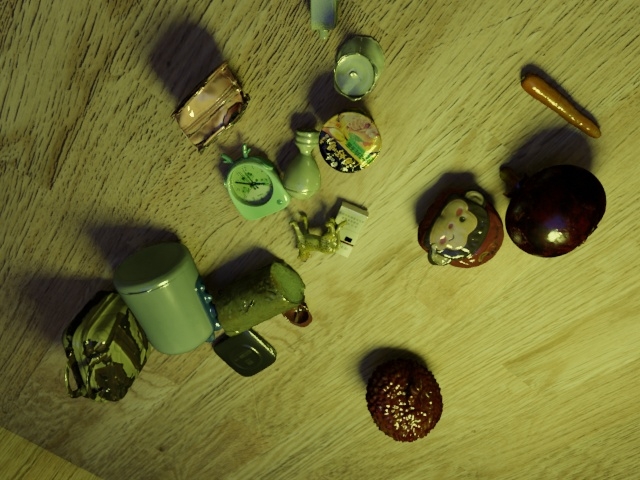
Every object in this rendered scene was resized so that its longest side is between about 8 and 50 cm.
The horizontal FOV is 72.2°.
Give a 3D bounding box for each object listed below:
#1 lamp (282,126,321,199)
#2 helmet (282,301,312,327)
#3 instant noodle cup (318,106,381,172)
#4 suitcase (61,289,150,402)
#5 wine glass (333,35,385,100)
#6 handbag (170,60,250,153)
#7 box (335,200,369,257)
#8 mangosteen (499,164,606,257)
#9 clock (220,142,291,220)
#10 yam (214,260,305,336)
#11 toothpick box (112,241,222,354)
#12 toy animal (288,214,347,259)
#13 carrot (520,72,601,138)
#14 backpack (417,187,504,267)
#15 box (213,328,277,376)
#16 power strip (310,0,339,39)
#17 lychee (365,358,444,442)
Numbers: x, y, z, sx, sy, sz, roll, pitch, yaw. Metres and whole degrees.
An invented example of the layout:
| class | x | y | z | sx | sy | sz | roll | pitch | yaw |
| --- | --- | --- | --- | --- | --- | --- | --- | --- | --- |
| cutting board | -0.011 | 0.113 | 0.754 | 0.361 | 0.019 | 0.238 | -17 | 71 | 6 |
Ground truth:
| class | x | y | z | sx | sy | sz | roll | pitch | yaw |
| --- | --- | --- | --- | --- | --- | --- | --- | --- | --- |
| lamp | -0.045 | -0.200 | 1.161 | 0.106 | 0.106 | 0.193 | 8 | 112 | 4 |
| helmet | -0.074 | 0.229 | 1.453 | 0.089 | 0.057 | 0.111 | -39 | 109 | 24 |
| instant noodle cup | 0.075 | -0.259 | 1.085 | 0.151 | 0.122 | 0.151 | 3 | 123 | 5 |
| suitcase | -0.737 | 0.373 | 1.486 | 0.193 | 0.339 | 0.352 | 7 | 123 | 5 |
| wine glass | 0.085 | -0.379 | 0.972 | 0.122 | 0.183 | 0.122 | 3 | 122 | 6 |
| handbag | -0.265 | -0.325 | 1.072 | 0.205 | 0.179 | 0.116 | -32 | 118 | 27 |
| box | 0.072 | -0.031 | 1.275 | 0.084 | 0.040 | 0.154 | 22 | 123 | -4 |
| mangosteen | 0.541 | -0.092 | 1.073 | 0.261 | 0.235 | 0.235 | 45 | 124 | 21 |
| clock | -0.185 | -0.167 | 1.219 | 0.159 | 0.066 | 0.211 | -18 | 117 | 19 |
| yam | -0.207 | 0.187 | 1.386 | 0.304 | 0.168 | 0.168 | -27 | 114 | 23 |
| toothpick box | -0.460 | 0.206 | 1.399 | 0.263 | 0.263 | 0.355 | -6 | 123 | 13 |
| toy animal | 0.000 | 0.000 | 1.262 | 0.181 | 0.073 | 0.136 | 2 | 115 | 28 |
| carrot | 0.563 | -0.310 | 1.021 | 0.247 | 0.043 | 0.043 | 30 | 122 | -12 |
| backpack | 0.380 | -0.023 | 1.179 | 0.229 | 0.139 | 0.229 | 1 | 104 | 2 |
| box | -0.278 | 0.413 | 1.612 | 0.212 | 0.042 | 0.201 | -35 | 112 | 27 |
| power strip | 0.009 | -0.617 | 0.890 | 0.062 | 0.091 | 0.385 | 2 | 122 | 5 |
| lychee | 0.276 | 0.527 | 1.460 | 0.264 | 0.264 | 0.300 | 12 | 144 | 2 |
